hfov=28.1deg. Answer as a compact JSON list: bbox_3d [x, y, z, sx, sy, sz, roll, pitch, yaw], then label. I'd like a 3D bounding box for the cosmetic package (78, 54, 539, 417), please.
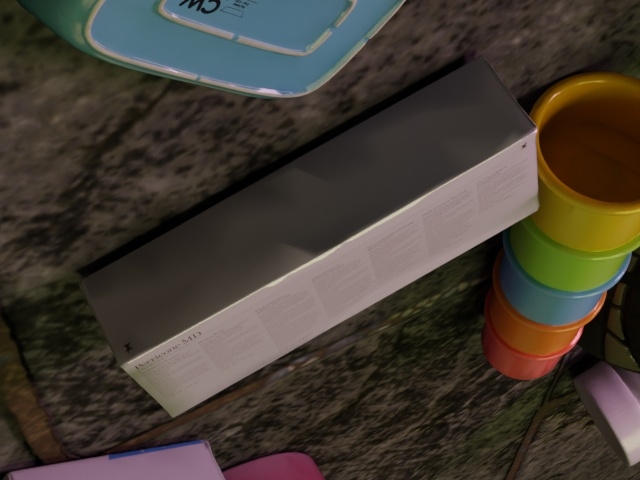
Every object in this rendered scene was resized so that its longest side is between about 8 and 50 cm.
[{"bbox_3d":[0.000,0.000,0.684,0.239,0.060,0.099,-29,157,-4],"label":"cosmetic package"}]

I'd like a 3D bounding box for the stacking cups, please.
[{"bbox_3d":[0.154,0.017,0.854,0.096,0.096,0.316,-24,156,-15],"label":"stacking cups"}]

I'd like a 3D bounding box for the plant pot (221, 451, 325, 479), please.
[{"bbox_3d":[-0.053,0.302,1.047,0.201,0.180,0.201,-24,155,-12],"label":"plant pot"}]

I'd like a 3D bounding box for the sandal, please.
[{"bbox_3d":[0.254,-0.006,0.927,0.086,0.120,0.302,-50,167,-28],"label":"sandal"}]

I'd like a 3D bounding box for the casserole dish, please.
[{"bbox_3d":[-0.030,-0.102,0.492,0.114,0.037,0.188,-44,151,26],"label":"casserole dish"}]

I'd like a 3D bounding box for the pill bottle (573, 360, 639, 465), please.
[{"bbox_3d":[0.367,0.121,1.244,0.221,0.121,0.121,-31,155,0],"label":"pill bottle"}]

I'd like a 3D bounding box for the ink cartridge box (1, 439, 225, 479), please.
[{"bbox_3d":[-0.167,0.277,0.886,0.171,0.168,0.232,-2,144,-47],"label":"ink cartridge box"}]
